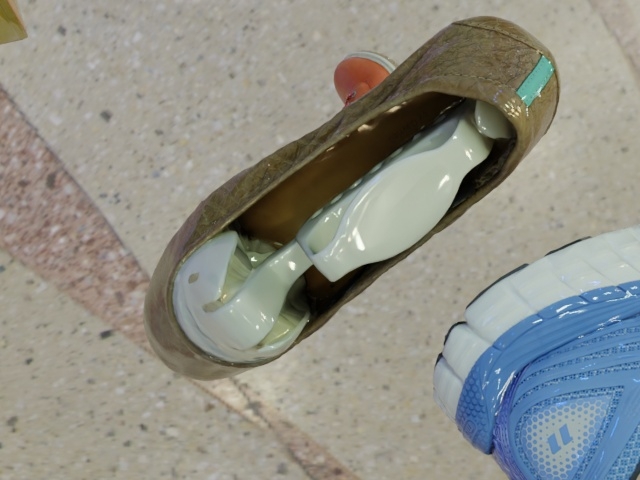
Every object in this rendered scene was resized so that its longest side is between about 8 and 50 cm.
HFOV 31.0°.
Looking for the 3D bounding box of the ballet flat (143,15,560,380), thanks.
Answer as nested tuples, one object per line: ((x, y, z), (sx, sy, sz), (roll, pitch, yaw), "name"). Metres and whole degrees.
((0.000, 0.000, 0.695), (0.116, 0.342, 0.124), (49, 24, -14), "ballet flat")

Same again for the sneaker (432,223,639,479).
((0.226, 0.043, 0.566), (0.330, 0.130, 0.147), (-29, 61, -9), "sneaker")

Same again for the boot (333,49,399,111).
((0.034, -0.100, 0.929), (0.084, 0.059, 0.158), (-14, 42, -19), "boot")

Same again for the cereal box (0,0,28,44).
((-0.187, -0.217, 0.485), (0.047, 0.173, 0.240), (-15, 83, -5), "cereal box")
